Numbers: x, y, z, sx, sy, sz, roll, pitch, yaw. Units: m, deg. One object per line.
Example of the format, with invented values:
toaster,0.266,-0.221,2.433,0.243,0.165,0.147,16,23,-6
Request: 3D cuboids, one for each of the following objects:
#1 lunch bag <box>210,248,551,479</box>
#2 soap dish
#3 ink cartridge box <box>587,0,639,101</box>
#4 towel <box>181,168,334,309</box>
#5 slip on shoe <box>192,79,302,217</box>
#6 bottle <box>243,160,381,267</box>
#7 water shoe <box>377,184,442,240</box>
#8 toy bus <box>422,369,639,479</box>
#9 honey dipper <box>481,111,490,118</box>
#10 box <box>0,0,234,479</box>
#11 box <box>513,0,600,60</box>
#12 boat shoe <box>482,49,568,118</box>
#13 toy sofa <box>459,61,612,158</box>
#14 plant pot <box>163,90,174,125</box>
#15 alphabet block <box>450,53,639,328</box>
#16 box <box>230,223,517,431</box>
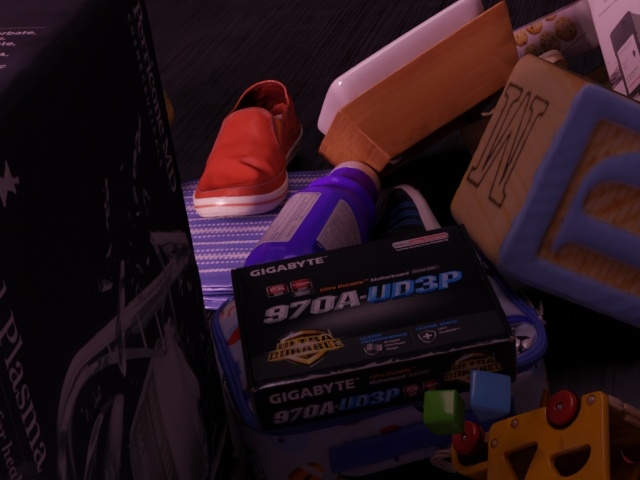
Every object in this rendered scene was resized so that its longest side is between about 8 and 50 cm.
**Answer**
lunch bag,0.061,0.112,1.140,0.303,0.115,0.243,-15,29,-8
soap dish,0.115,-0.171,1.499,0.229,0.118,0.291,-34,-2,-7
ink cartridge box,0.436,-0.212,1.414,0.198,0.115,0.272,3,64,-28
towel,-0.127,-0.001,1.516,0.243,0.040,0.336,-2,26,19
slip on shoe,-0.094,-0.117,1.587,0.123,0.101,0.331,-4,26,13
bottle,0.000,0.000,1.366,0.092,0.118,0.283,0,29,20
water shoe,0.092,-0.004,1.394,0.080,0.073,0.203,-16,27,-6
toy bus,0.174,0.190,0.945,0.191,0.202,0.104,2,59,8
honey dipper,0.189,-0.170,1.738,0.161,0.030,0.030,-4,27,2
box,-0.273,0.108,0.853,0.297,0.479,0.471,-4,28,8
box,0.319,-0.281,1.717,0.063,0.067,0.324,-29,7,-13
boat shoe,0.274,-0.174,1.621,0.170,0.063,0.059,-50,42,7
toy sofa,0.359,-0.143,1.527,0.362,0.177,0.150,-32,10,-37
plant pot,-0.338,-0.129,1.621,0.254,0.276,0.276,10,31,11
alphabet block,0.264,-0.051,1.202,0.192,0.193,0.197,22,12,-15
box,0.041,0.071,1.059,0.220,0.051,0.175,-11,35,-3
